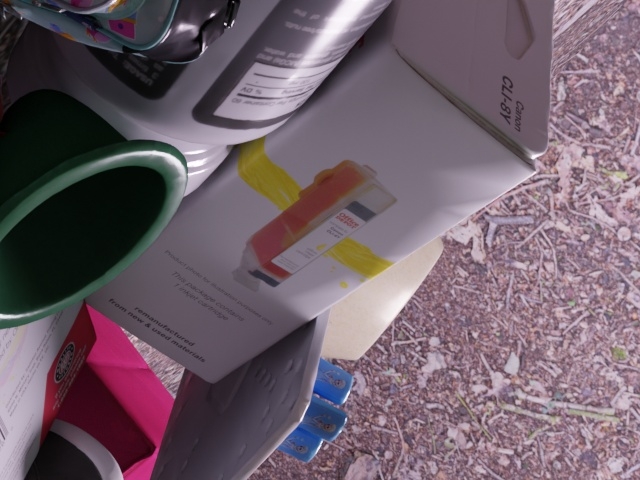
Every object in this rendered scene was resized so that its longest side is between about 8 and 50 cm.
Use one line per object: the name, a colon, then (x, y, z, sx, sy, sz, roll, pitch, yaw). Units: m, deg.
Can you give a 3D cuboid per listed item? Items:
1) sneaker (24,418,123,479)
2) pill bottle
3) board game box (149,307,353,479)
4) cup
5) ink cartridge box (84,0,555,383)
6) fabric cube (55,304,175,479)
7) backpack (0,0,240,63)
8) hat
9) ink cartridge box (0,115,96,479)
sneaker: (-0.303, 0.214, 1.339, 0.295, 0.105, 0.147, -1, -166, 38)
pill bottle: (-0.060, -0.195, 1.078, 0.210, 0.210, 0.363, -29, 167, -49)
board game box: (-0.055, 0.115, 1.511, 0.390, 0.050, 0.390, -51, -162, 43)
cup: (0.000, 0.000, 1.859, 0.331, 0.237, 0.331, -53, 180, 0)
ink cartridge box: (-0.006, -0.100, 1.324, 0.384, 0.160, 0.279, -35, -149, 35)
fabric cube: (-0.314, 0.215, 1.782, 0.254, 0.259, 0.258, -40, 169, 2)
backpack: (-0.135, -0.196, 0.870, 0.166, 0.188, 0.144, -69, 161, 6)
hat: (-0.201, -0.075, 1.062, 0.208, 0.183, 0.173, -47, 158, 24)
ink cartridge box: (-0.286, 0.067, 1.183, 0.306, 0.131, 0.226, 83, 28, -55)
